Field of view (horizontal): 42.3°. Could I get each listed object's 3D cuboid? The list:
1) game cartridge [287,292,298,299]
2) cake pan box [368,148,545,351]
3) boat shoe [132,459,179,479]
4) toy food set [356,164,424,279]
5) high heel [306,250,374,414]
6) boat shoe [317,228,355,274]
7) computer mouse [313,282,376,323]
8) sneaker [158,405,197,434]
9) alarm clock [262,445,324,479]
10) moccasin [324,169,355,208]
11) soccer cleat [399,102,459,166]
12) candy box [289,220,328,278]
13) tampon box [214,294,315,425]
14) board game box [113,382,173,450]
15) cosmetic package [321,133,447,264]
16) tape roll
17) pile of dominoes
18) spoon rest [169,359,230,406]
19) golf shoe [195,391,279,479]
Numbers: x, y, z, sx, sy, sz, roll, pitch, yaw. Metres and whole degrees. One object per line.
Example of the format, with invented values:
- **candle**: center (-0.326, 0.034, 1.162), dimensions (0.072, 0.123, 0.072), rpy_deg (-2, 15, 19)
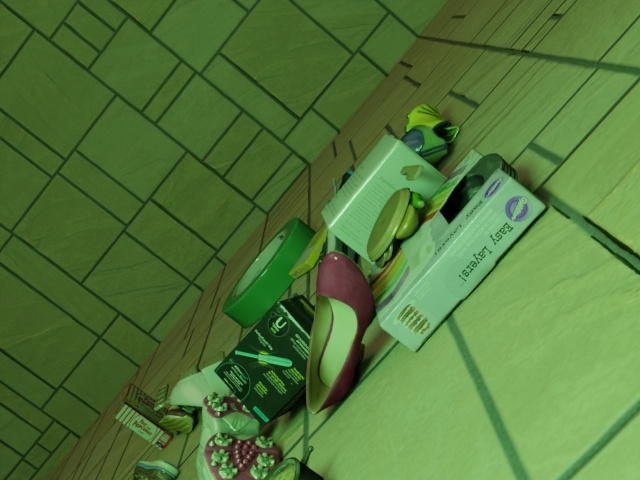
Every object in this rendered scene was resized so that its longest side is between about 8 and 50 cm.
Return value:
- **game cartridge**: center (-0.075, 0.154, 1.862), dimensions (0.056, 0.017, 0.083), rpy_deg (-44, 12, 18)
- **cake pan box**: center (0.177, 0.001, 1.144), dimensions (0.267, 0.070, 0.245), rpy_deg (-50, 12, 12)
- **boat shoe**: center (-0.360, 0.503, 1.731), dimensions (0.183, 0.066, 0.066), rpy_deg (-37, 19, 54)
- **toy food set**: center (0.110, -0.019, 1.230), dimensions (0.192, 0.039, 0.132), rpy_deg (-63, 8, 3)
- **high heel**: center (0.010, 0.128, 1.115), dimensions (0.117, 0.082, 0.244), rpy_deg (-50, -26, -37)
- **boat shoe**: center (0.031, 0.034, 1.672), dimensions (0.076, 0.080, 0.228), rpy_deg (-45, 19, 23)
- **computer mouse**: center (0.021, 0.112, 1.421), dimensions (0.188, 0.072, 0.272), rpy_deg (-52, 10, -8)
- **sneaker**: center (-0.322, 0.399, 1.926), dimensions (0.084, 0.070, 0.185), rpy_deg (-57, 13, -26)
- **alarm clock**: center (-0.058, 0.341, 0.978), dimensions (0.192, 0.064, 0.129), rpy_deg (-48, 10, 4)
- **moccasin**: center (0.075, -0.059, 1.622), dimensions (0.116, 0.138, 0.342), rpy_deg (-55, 9, 5)
- **soccer cleat**: center (0.232, -0.218, 1.703), dimensions (0.121, 0.093, 0.289), rpy_deg (-14, 20, 20)
- **candy box**: center (0.000, 0.000, 2.044), dimensions (0.206, 0.027, 0.105), rpy_deg (-57, 9, -30)
- **tampon box**: center (-0.057, 0.184, 1.291), dimensions (0.161, 0.120, 0.101), rpy_deg (-47, -14, 17)
- **board game box**: center (-0.438, 0.439, 2.072), dimensions (0.045, 0.147, 0.193), rpy_deg (-52, 10, -1)
- **cosmetic package**: center (0.118, -0.058, 1.369), dimensions (0.183, 0.151, 0.151), rpy_deg (-50, 11, 7)
- **tape roll**: center (-0.134, 0.084, 2.201), dimensions (0.321, 0.077, 0.321), rpy_deg (-49, 11, 13)
- **pile of dominoes**: center (-0.318, 0.359, 2.078), dimensions (0.196, 0.040, 0.251), rpy_deg (-30, 6, -6)
- **spoon rest**: center (-0.255, 0.328, 1.828), dimensions (0.137, 0.084, 0.276), rpy_deg (-20, -8, -24)
- **golf shoe**: center (-0.133, 0.345, 1.255), dimensions (0.306, 0.115, 0.140), rpy_deg (-121, 44, -76)
